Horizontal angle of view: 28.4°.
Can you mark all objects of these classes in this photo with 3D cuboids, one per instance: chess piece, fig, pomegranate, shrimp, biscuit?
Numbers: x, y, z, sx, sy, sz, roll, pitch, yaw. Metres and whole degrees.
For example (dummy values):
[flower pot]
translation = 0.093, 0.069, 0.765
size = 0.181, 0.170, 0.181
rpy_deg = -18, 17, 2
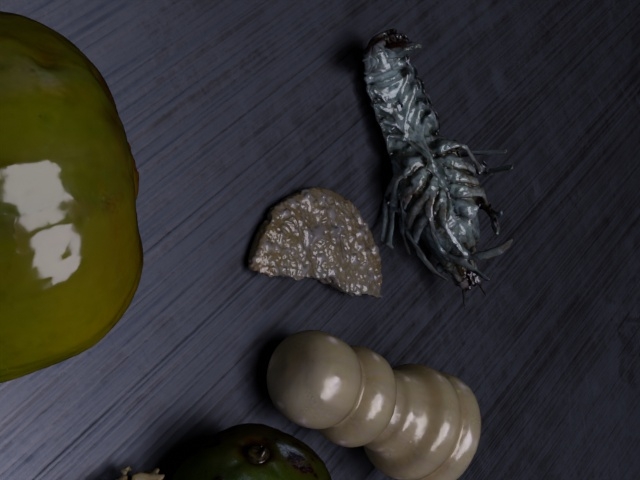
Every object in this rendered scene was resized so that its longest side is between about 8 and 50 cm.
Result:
[chess piece]
translation = 0.055, 0.210, 1.628
size = 0.300, 0.167, 0.167
rpy_deg = 26, 70, -39
[fig]
translation = -0.322, -0.029, 1.081
size = 0.343, 0.343, 0.343
rpy_deg = 1, 89, -49
[pomegranate]
translation = -0.084, 0.328, 1.452
size = 0.202, 0.202, 0.248
rpy_deg = -29, 141, -45
[shrimp]
translation = 0.157, -0.093, 1.744
size = 0.221, 0.166, 0.410
rpy_deg = -26, 97, -11
[biscuit]
translation = 0.003, -0.002, 1.649
size = 0.250, 0.032, 0.133
rpy_deg = 15, 77, -47

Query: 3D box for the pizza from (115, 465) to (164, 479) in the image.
[pizza]
translation = -0.246, 0.373, 1.333
size = 0.297, 0.071, 0.189
rpy_deg = -50, 124, -37
